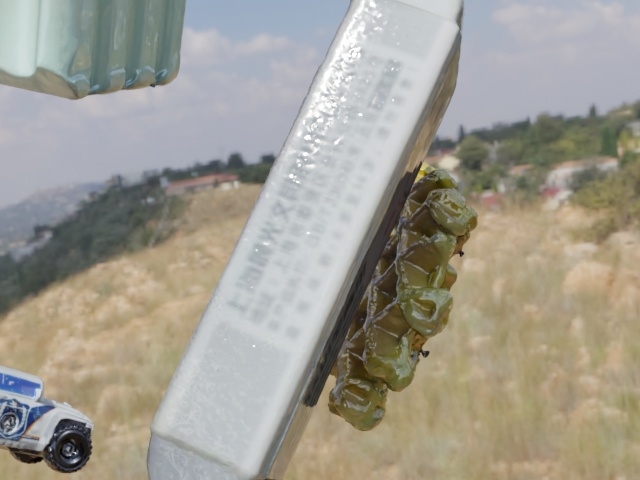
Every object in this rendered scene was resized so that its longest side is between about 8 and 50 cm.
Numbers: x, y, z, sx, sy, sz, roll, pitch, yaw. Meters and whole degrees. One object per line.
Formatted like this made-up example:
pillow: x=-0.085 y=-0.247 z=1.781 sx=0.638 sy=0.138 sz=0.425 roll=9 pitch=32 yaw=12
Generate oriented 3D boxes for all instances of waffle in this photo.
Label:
waffle: x=0.041 y=0.025 z=0.647 sx=0.046 sy=0.160 sz=0.192 roll=28 pitch=2 yaw=-15

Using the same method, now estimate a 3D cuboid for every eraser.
eraser: x=0.000 y=0.000 z=0.505 sx=0.061 sy=0.351 sz=0.089 roll=23 pitch=-11 yaw=10

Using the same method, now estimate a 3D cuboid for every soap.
soap: x=-0.147 y=-0.241 z=0.646 sx=0.095 sy=0.289 sz=0.173 roll=14 pitch=16 yaw=13

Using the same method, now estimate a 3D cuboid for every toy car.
toy car: x=-0.258 y=0.130 z=0.773 sx=0.171 sy=0.070 sz=0.080 roll=23 pitch=-18 yaw=-38
